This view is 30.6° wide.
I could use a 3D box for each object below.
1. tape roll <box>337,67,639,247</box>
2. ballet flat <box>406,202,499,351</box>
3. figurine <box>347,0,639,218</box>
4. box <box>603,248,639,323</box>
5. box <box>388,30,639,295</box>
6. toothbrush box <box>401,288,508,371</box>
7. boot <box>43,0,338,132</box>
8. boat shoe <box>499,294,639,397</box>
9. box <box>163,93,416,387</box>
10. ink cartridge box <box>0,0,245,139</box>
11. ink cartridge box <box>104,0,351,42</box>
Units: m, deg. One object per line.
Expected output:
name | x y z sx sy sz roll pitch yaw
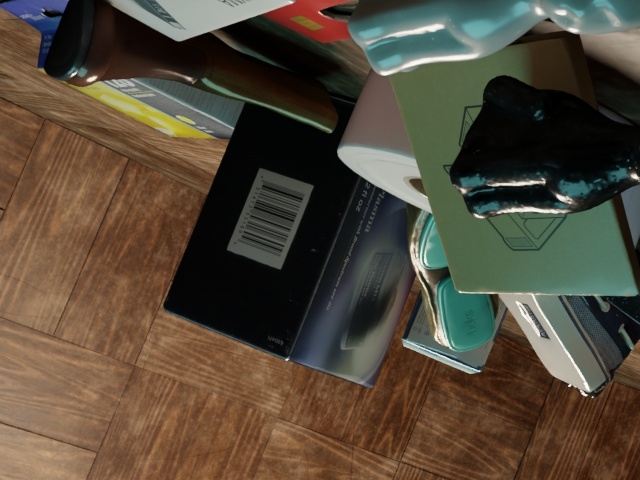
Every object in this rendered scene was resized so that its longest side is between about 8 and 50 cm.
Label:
tape roll | 0.163 -0.071 1.063 0.286 0.100 0.286 23 175 2
ballet flat | 0.151 -0.005 1.369 0.342 0.116 0.124 74 174 -52
figurine | 0.145 -0.102 0.690 0.209 0.092 0.215 6 142 50
box | 0.338 0.039 1.296 0.233 0.044 0.159 32 -163 -38
box | 0.143 -0.051 0.875 0.164 0.021 0.201 0 116 44
toothbrush box | 0.218 0.079 1.755 0.126 0.216 0.295 22 176 8
boot | -0.117 -0.156 1.132 0.280 0.096 0.264 24 -171 -15
boat shoe | 0.302 0.024 1.461 0.341 0.158 0.127 57 163 -26
box | 0.000 0.000 1.418 0.182 0.296 0.294 20 175 24
ink cartridge box | -0.260 -0.220 1.538 0.307 0.072 0.303 23 176 -29
ink cartridge box | -0.063 -0.197 0.906 0.261 0.066 0.296 26 175 -21
